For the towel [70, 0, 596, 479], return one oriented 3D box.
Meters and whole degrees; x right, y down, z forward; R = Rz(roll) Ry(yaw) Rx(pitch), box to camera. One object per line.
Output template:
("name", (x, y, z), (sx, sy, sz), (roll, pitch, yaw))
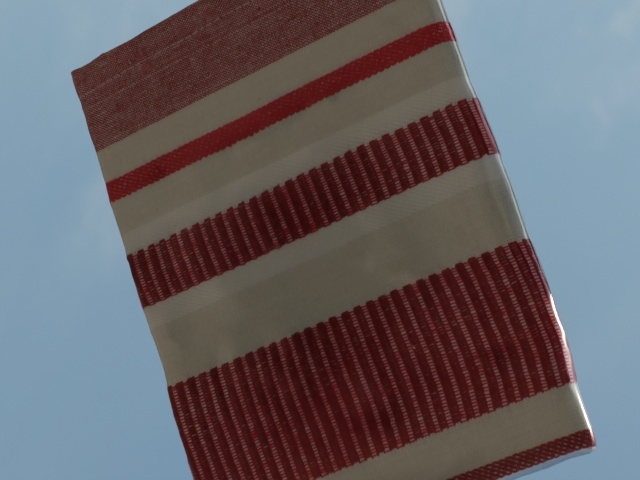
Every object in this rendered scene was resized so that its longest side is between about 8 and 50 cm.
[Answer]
("towel", (0.000, 0.000, 0.915), (0.237, 0.037, 0.329), (-24, -105, 23))
